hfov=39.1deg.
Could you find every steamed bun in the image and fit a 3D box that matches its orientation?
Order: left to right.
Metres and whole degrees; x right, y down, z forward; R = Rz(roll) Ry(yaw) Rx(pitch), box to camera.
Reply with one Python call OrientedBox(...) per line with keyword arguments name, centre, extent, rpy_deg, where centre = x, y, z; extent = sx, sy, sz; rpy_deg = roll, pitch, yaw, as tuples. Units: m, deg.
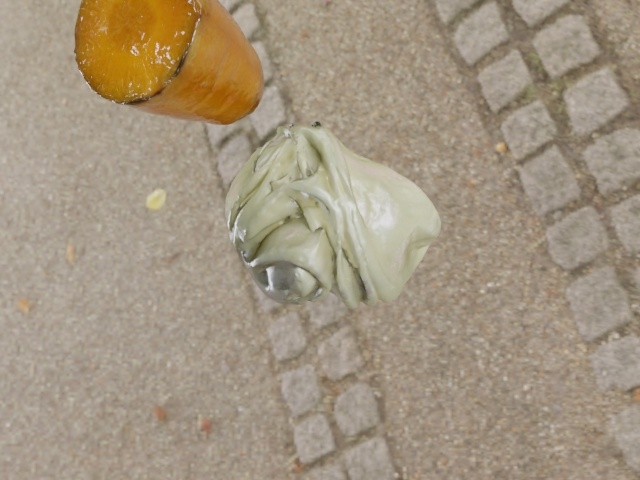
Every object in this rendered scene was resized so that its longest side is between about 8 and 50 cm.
OrientedBox(name="steamed bun", centre=(0.000, 0.000, 1.212), extent=(0.207, 0.280, 0.268), rpy_deg=(-59, 14, -19))

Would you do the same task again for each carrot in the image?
OrientedBox(name="carrot", centre=(-0.131, -0.194, 0.966), extent=(0.159, 0.225, 0.159), rpy_deg=(-6, 77, 29))
